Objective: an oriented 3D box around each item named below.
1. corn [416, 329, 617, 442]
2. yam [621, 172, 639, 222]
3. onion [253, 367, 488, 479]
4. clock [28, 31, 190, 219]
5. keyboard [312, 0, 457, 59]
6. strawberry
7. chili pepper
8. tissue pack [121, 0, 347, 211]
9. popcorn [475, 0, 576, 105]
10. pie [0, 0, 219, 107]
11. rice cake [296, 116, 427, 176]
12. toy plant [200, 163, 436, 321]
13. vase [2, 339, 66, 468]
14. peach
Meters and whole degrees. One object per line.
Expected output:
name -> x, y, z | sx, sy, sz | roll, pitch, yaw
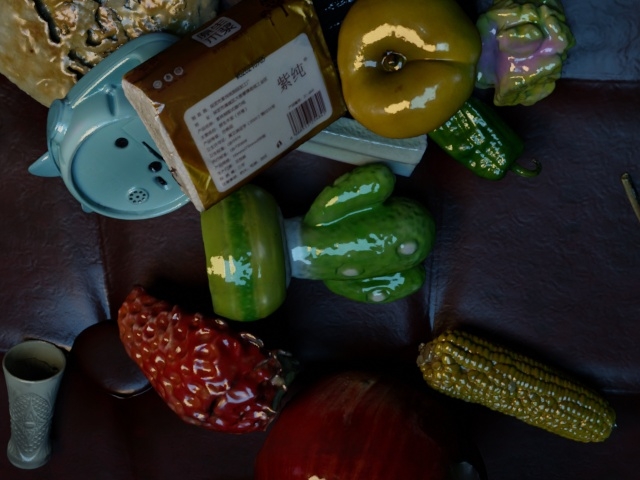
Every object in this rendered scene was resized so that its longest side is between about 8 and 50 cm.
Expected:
corn -> 0.297, 0.215, 1.313 | 0.312, 0.102, 0.102 | 20, 120, -7
yam -> 0.427, -0.044, 1.192 | 0.014, 0.014, 0.107 | -23, 114, 19
onion -> 0.090, 0.353, 1.298 | 0.341, 0.341, 0.342 | 3, 120, 6
clock -> -0.230, -0.119, 1.136 | 0.274, 0.094, 0.223 | -33, 138, 15
keyboard -> 0.041, -0.275, 1.095 | 0.250, 0.017, 0.087 | -19, 94, 17
strawberry -> -0.171, 0.181, 1.253 | 0.280, 0.253, 0.150 | 25, 78, -6
chili pepper -> 0.170, -0.165, 1.119 | 0.257, 0.074, 0.100 | 42, 133, -10
tissue pack -> -0.092, -0.165, 1.023 | 0.226, 0.092, 0.183 | -35, 132, -15
popcorn -> 0.235, -0.229, 1.051 | 0.125, 0.126, 0.145 | 7, 149, 20
pie -> -0.295, -0.303, 1.098 | 0.338, 0.077, 0.339 | 2, 122, 4
rice cake -> 0.026, -0.132, 1.167 | 0.221, 0.042, 0.080 | 12, 154, -1
toy plant -> 0.000, 0.000, 1.205 | 0.315, 0.185, 0.224 | -6, 127, -7
vase -> -0.472, 0.276, 1.453 | 0.096, 0.096, 0.219 | 14, 123, -1
peach -> 0.100, -0.206, 1.026 | 0.179, 0.103, 0.179 | 6, 103, 24
